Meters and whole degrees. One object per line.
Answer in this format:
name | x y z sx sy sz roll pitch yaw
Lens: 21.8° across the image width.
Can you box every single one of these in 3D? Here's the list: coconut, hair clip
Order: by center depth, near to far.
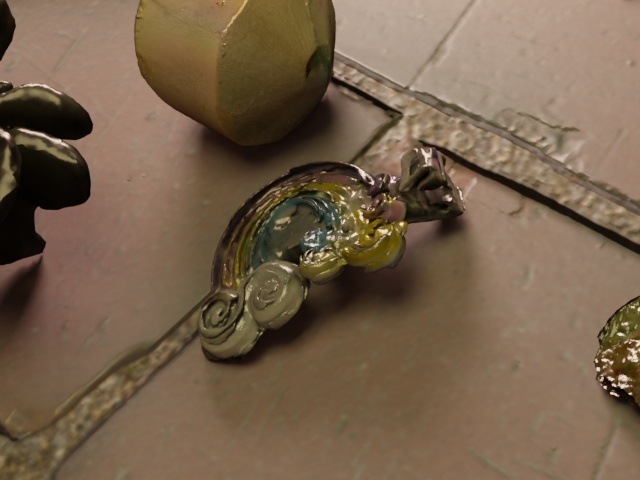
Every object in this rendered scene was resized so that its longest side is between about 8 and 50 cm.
hair clip | 0.000 -0.001 0.971 0.172 0.049 0.116 -25 32 11
coconut | -0.045 -0.123 1.048 0.122 0.116 0.116 28 65 35

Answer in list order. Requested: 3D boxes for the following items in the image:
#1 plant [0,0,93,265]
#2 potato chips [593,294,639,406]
plant | -0.274 -0.079 1.024 0.276 0.199 0.188 41 29 7
potato chips | 0.214 0.095 0.814 0.209 0.026 0.142 22 59 33
